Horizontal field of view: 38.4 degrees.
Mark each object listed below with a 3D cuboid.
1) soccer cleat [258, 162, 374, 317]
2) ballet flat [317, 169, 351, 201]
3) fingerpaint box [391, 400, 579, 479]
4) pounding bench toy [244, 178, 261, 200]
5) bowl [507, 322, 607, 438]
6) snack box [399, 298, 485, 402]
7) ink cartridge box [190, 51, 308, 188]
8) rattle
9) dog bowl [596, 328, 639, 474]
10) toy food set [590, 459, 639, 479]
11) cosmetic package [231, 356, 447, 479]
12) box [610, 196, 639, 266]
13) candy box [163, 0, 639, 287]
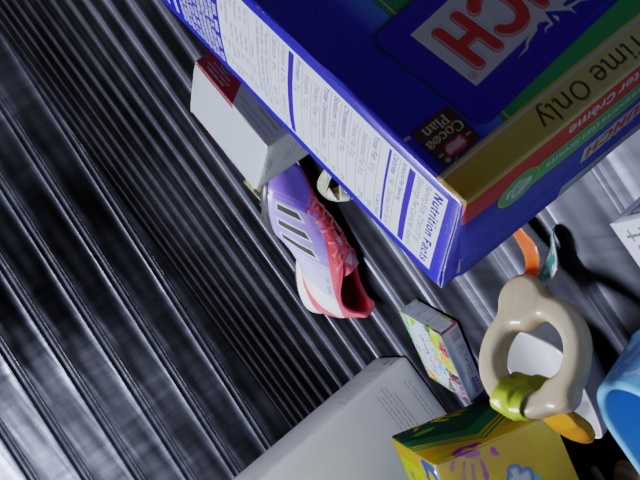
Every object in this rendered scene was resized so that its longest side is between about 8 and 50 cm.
[{"bbox_3d":[0.000,0.000,1.440,0.116,0.108,0.318,13,139,35],"label":"soccer cleat"},{"bbox_3d":[0.028,-0.080,1.237,0.168,0.057,0.052,101,159,-68],"label":"ballet flat"},{"bbox_3d":[0.272,0.451,1.209,0.371,0.163,0.445,111,137,-82],"label":"fingerpaint box"},{"bbox_3d":[-0.104,-0.117,1.531,0.083,0.052,0.065,48,162,18],"label":"pounding bench toy"},{"bbox_3d":[0.274,0.147,1.055,0.142,0.053,0.142,61,162,-23],"label":"bowl"},{"bbox_3d":[0.180,0.162,1.358,0.100,0.037,0.141,30,152,55],"label":"snack box"},{"bbox_3d":[-0.038,-0.173,1.044,0.128,0.176,0.127,50,160,9],"label":"ink cartridge box"},{"bbox_3d":[0.247,0.094,0.952,0.143,0.200,0.130,16,150,-23],"label":"rattle"},{"bbox_3d":[0.381,0.224,0.891,0.297,0.074,0.166,54,163,-4],"label":"dog bowl"},{"bbox_3d":[0.402,0.316,1.095,0.132,0.038,0.192,60,169,3],"label":"toy food set"},{"bbox_3d":[0.045,0.385,1.588,0.197,0.365,0.155,55,163,-3],"label":"cosmetic package"},{"bbox_3d":[0.347,0.042,0.545,0.262,0.127,0.231,54,161,-5],"label":"box"},{"bbox_3d":[0.073,-0.177,0.587,0.317,0.268,0.122,47,165,19],"label":"candy box"}]
